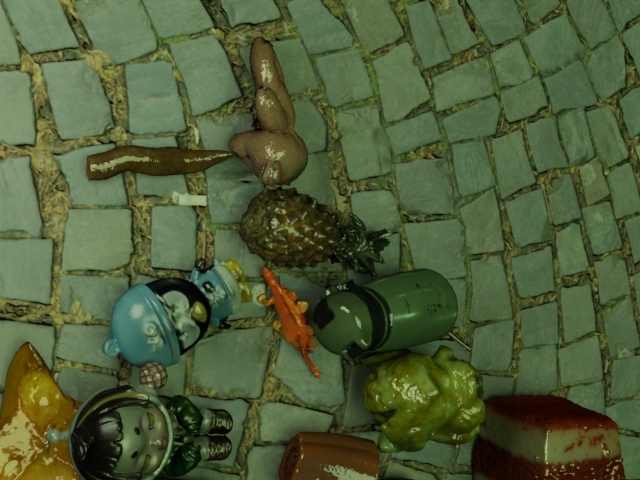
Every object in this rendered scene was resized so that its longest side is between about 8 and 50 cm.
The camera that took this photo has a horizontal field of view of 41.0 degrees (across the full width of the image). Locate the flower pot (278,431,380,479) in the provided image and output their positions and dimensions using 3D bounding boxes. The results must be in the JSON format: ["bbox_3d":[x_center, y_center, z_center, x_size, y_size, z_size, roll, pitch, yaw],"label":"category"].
[{"bbox_3d":[0.010,0.498,1.837,0.173,0.191,0.190,19,85,-13],"label":"flower pot"}]

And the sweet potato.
[{"bbox_3d":[-0.315,-0.157,1.683,0.282,0.067,0.059,-6,52,-27],"label":"sweet potato"}]

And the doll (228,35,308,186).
[{"bbox_3d":[-0.123,-0.253,1.738,0.156,0.201,0.303,-12,93,12],"label":"doll"}]

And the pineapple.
[{"bbox_3d":[0.000,0.000,1.813,0.361,0.175,0.174,23,83,-41],"label":"pineapple"}]

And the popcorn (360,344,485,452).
[{"bbox_3d":[0.223,0.342,1.865,0.277,0.276,0.225,-8,89,-26],"label":"popcorn"}]

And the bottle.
[{"bbox_3d":[0.133,0.156,1.820,0.347,0.169,0.168,-6,96,-45],"label":"bottle"}]

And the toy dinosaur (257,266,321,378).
[{"bbox_3d":[-0.051,0.182,1.807,0.070,0.117,0.288,-30,103,-23],"label":"toy dinosaur"}]

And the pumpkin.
[{"bbox_3d":[-0.519,0.373,1.598,0.258,0.095,0.290,36,71,-26],"label":"pumpkin"}]

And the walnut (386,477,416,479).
[{"bbox_3d":[0.176,0.671,1.933,0.204,0.141,0.238,-21,62,-30],"label":"walnut"}]

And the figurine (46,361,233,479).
[{"bbox_3d":[-0.323,0.370,1.617,0.370,0.167,0.281,11,78,-47],"label":"figurine"}]

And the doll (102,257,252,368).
[{"bbox_3d":[-0.283,0.144,1.677,0.314,0.141,0.177,-28,109,-26],"label":"doll"}]

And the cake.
[{"bbox_3d":[0.542,0.545,2.041,0.270,0.269,0.319,0,94,-26],"label":"cake"}]

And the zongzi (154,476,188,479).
[{"bbox_3d":[-0.305,0.611,1.705,0.251,0.125,0.274,15,88,-20],"label":"zongzi"}]
